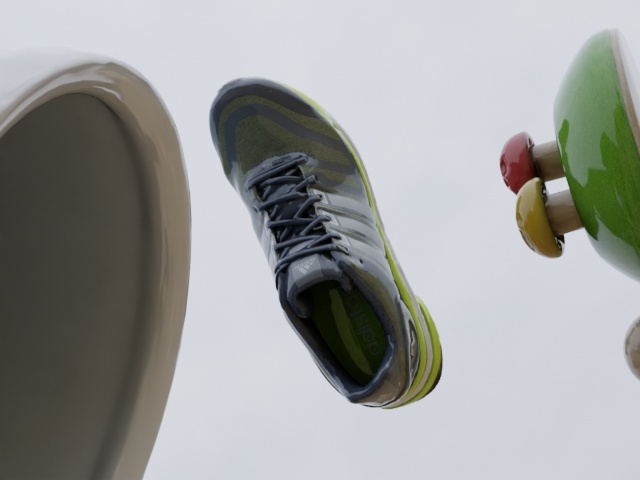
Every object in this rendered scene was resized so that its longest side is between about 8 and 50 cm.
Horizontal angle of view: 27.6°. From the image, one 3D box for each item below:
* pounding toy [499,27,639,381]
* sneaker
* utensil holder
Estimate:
[{"bbox_3d":[0.183,-0.015,0.880,0.110,0.237,0.183,-17,-4,19],"label":"pounding toy"},{"bbox_3d":[0.000,0.000,1.029,0.111,0.300,0.121,-32,-5,12],"label":"sneaker"},{"bbox_3d":[-0.307,0.032,0.673,0.327,0.385,0.328,12,-90,-76],"label":"utensil holder"}]
